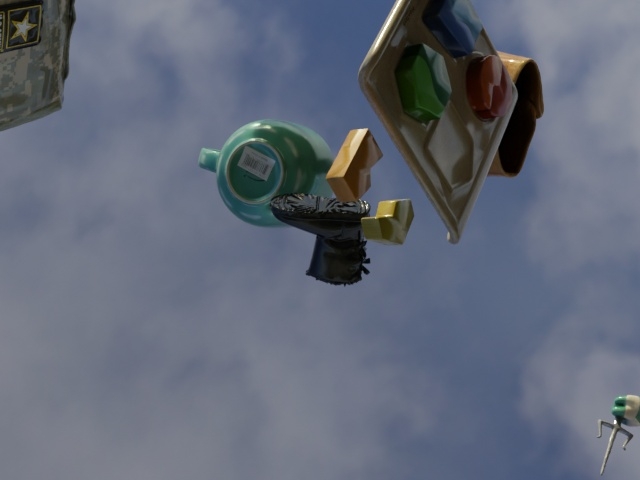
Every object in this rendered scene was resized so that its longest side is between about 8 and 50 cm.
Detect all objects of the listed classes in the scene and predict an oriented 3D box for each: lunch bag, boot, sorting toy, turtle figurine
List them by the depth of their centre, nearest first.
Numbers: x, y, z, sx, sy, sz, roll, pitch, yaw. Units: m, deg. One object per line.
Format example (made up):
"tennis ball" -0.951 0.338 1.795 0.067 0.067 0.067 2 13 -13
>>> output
"sorting toy" 0.108 -0.110 1.094 0.229 0.041 0.307 58 -137 -36
"lunch bag" -0.383 -0.237 1.172 0.287 0.235 0.169 2 -144 -14
"turtle figurine" 0.385 0.224 1.235 0.234 0.118 0.175 -36 -63 -39
"boot" 0.000 0.000 1.343 0.121 0.099 0.045 4 -147 -5
"boot" 0.190 -0.221 1.461 0.104 0.211 0.295 0 -88 -32

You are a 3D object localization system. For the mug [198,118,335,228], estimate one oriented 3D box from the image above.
"mug" -0.070 -0.074 1.409 0.097 0.158 0.129 -1 -109 -68
